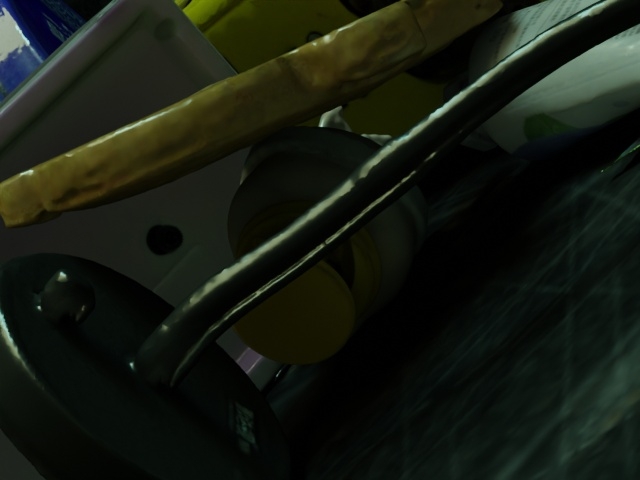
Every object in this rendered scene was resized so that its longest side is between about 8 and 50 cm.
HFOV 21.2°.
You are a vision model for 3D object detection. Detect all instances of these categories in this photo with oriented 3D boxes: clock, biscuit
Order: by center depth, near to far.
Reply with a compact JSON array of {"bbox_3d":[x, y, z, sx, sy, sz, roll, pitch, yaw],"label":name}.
[{"bbox_3d":[-0.019,-0.048,0.586,0.133,0.027,0.184,-15,11,47],"label":"biscuit"},{"bbox_3d":[-0.090,0.020,0.656,0.197,0.150,0.063,-49,15,-26],"label":"clock"}]

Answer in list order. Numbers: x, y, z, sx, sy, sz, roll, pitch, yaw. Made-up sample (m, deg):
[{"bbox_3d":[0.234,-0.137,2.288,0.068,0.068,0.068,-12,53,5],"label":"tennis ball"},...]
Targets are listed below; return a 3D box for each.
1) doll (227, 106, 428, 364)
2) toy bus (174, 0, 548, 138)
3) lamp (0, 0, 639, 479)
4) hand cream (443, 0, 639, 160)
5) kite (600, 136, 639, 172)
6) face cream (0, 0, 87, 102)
[{"bbox_3d":[0.000,0.000,0.638,0.127,0.073,0.084,-66,-4,-57],"label":"doll"},{"bbox_3d":[0.003,-0.093,0.768,0.331,0.145,0.151,-32,17,44],"label":"toy bus"},{"bbox_3d":[0.077,-0.027,0.492,0.371,0.108,0.130,-31,32,9],"label":"lamp"},{"bbox_3d":[0.098,-0.063,0.578,0.142,0.053,0.084,-20,24,47],"label":"hand cream"},{"bbox_3d":[0.139,-0.065,0.545,0.122,0.004,0.090,-47,11,-21],"label":"kite"},{"bbox_3d":[-0.160,-0.056,1.049,0.111,0.206,0.206,-44,10,10],"label":"face cream"}]
